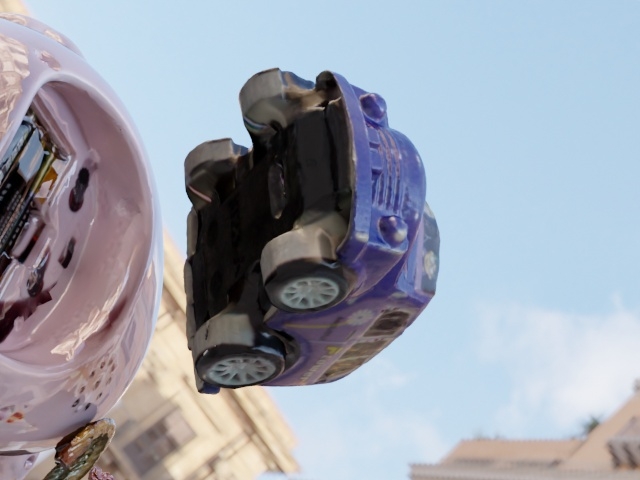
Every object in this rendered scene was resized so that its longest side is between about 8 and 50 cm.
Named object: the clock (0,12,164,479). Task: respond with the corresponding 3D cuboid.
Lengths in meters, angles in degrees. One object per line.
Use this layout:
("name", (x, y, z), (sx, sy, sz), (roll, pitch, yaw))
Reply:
("clock", (-0.262, 0.016, 1.013), (0.250, 0.368, 0.377), (9, -30, 25))

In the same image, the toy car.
("toy car", (0.000, 0.000, 0.907), (0.235, 0.158, 0.172), (-45, -137, 46))

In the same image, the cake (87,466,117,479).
("cake", (-0.101, 0.325, 1.214), (0.158, 0.159, 0.262), (-144, -144, -64))

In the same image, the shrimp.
("shrimp", (-0.210, 0.188, 1.016), (0.025, 0.127, 0.091), (39, -9, 9))
